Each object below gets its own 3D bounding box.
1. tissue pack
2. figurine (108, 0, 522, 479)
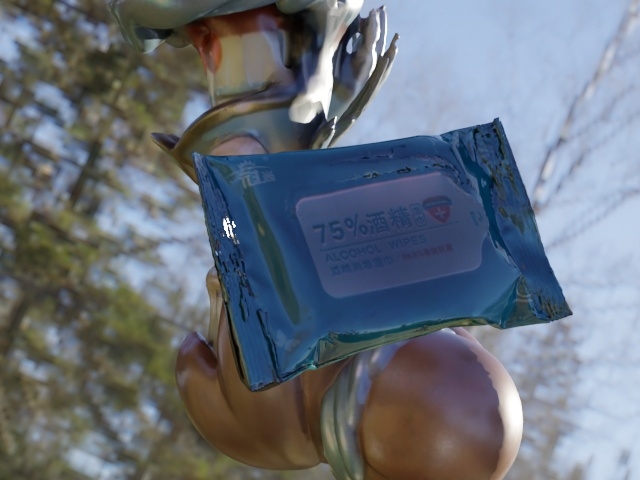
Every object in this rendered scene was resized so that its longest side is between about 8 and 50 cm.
[{"bbox_3d":[0.021,0.003,0.638,0.138,0.085,0.028,-7,-17,-35],"label":"tissue pack"},{"bbox_3d":[-0.001,0.000,1.304,0.248,0.388,0.276,-8,1,3],"label":"figurine"}]
